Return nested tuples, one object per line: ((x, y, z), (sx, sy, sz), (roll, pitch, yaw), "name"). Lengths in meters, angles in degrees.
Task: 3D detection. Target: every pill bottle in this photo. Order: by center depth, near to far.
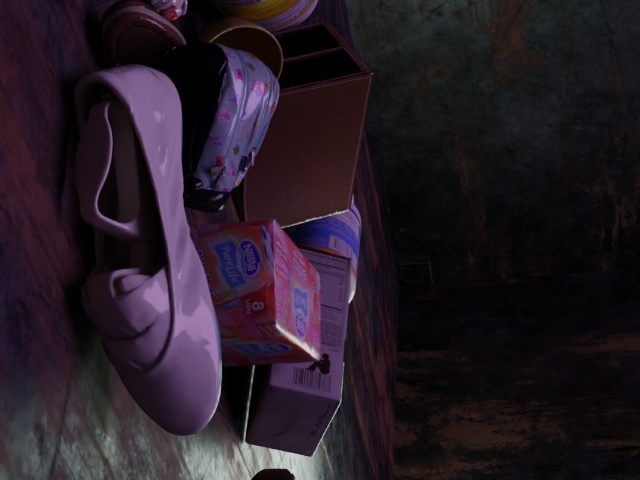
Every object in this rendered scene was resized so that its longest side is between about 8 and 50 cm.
((-0.098, -0.422, 1.686), (0.334, 0.188, 0.188), (13, 72, -80), "pill bottle")
((0.000, 0.000, 2.146), (0.272, 0.152, 0.152), (-84, 165, -50), "pill bottle")

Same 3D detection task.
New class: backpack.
((-0.130, -0.137, 1.291), (0.115, 0.152, 0.182), (12, 105, -47), "backpack")

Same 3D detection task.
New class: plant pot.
((-0.134, -0.275, 1.646), (0.095, 0.134, 0.134), (-123, -166, -46), "plant pot")

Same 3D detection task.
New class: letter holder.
((-0.059, -0.178, 1.847), (0.152, 0.214, 0.302), (55, -29, 36), "letter holder")

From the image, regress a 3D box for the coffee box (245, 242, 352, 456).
((-0.034, 0.172, 1.811), (0.168, 0.119, 0.297), (112, -12, -44), "coffee box")

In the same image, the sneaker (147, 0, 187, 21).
((-0.199, -0.321, 1.437), (0.161, 0.057, 0.075), (-55, 134, -79), "sneaker")

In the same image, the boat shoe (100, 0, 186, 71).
((-0.202, -0.219, 1.349), (0.095, 0.095, 0.257), (63, 2, 26), "boat shoe")

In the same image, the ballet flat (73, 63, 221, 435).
((-0.198, 0.007, 1.168), (0.139, 0.139, 0.400), (31, 51, -78), "ballet flat")

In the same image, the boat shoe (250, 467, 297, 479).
((-0.072, 0.488, 1.655), (0.120, 0.122, 0.324), (-70, 162, -79), "boat shoe")

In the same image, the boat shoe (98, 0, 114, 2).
((-0.241, -0.374, 1.077), (0.105, 0.113, 0.306), (-105, -170, -48), "boat shoe")

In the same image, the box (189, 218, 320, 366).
((-0.099, 0.081, 1.547), (0.300, 0.154, 0.142), (56, 31, -72), "box")
